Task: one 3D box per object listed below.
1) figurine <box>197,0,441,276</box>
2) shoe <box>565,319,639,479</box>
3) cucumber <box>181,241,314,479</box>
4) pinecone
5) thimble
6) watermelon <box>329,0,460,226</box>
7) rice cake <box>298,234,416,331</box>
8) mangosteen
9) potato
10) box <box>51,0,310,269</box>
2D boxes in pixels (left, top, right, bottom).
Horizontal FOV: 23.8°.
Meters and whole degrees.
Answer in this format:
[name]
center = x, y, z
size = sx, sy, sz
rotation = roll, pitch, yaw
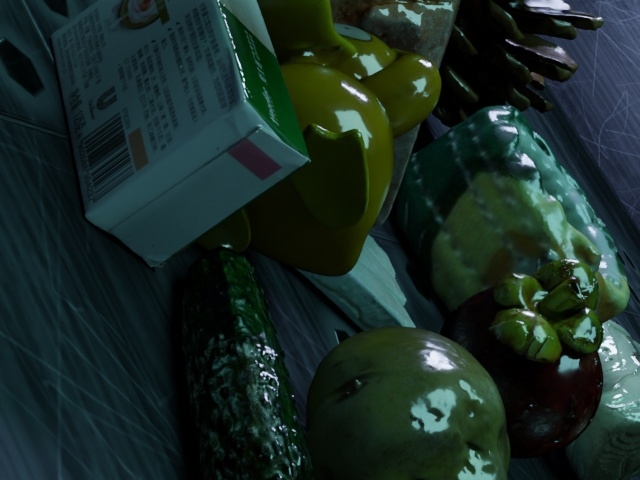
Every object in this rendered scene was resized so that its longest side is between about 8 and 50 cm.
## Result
[figurine]
center = -0.013, -0.085, 1.156
size = 0.215, 0.215, 0.228
rotation = 39, 43, -45
[shoe]
center = 0.312, 0.168, 1.725
size = 0.210, 0.132, 0.342
rotation = 51, 15, 16
[cucumber]
center = -0.050, 0.090, 0.935
size = 0.067, 0.067, 0.294
rotation = 43, 20, -36
[pinecone]
center = 0.208, -0.326, 1.942
size = 0.384, 0.384, 0.384
rotation = 49, 17, -21
[thimble]
center = 0.210, -0.002, 1.657
size = 0.254, 0.167, 0.288
rotation = 43, 19, -30
[watermelon]
center = 0.011, -0.192, 1.444
size = 0.293, 0.283, 0.250
rotation = 76, 14, -44
[rice cake]
center = 0.000, 0.000, 1.291
size = 0.211, 0.038, 0.124
rotation = 41, 23, -41
[mangosteen]
center = 0.187, 0.104, 1.378
size = 0.166, 0.180, 0.166
rotation = 17, 31, -10
[potato]
center = 0.060, 0.138, 1.038
size = 0.200, 0.137, 0.155
rotation = -72, 157, -70
[box]
center = -0.099, -0.099, 1.029
size = 0.081, 0.135, 0.199
rotation = 40, 23, -45
